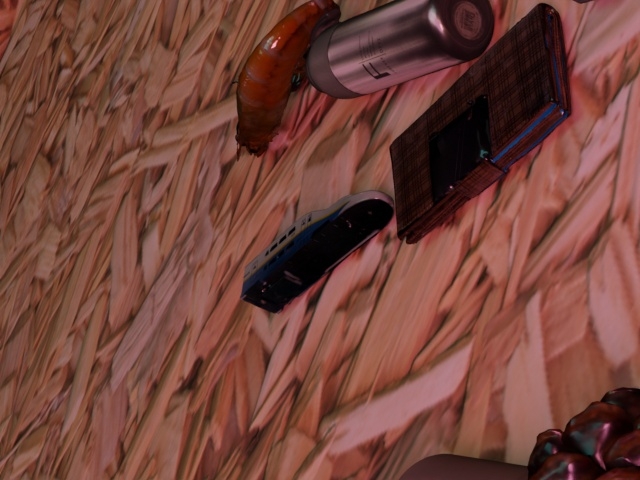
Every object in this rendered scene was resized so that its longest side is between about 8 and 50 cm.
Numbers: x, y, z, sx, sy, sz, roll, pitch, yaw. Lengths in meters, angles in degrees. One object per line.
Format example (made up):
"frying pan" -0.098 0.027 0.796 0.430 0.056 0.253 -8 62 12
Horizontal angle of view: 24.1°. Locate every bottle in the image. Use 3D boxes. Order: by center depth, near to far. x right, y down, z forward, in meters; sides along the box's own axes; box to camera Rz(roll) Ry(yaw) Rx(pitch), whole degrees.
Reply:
"bottle" 0.068 -0.200 1.477 0.254 0.079 0.096 -11 104 60

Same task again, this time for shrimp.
"shrimp" -0.047 -0.178 1.665 0.068 0.150 0.248 46 139 11

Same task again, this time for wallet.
"wallet" 0.138 -0.101 1.340 0.230 0.042 0.124 -41 38 41

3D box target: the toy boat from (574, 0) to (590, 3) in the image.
"toy boat" 0.235 -0.232 1.230 0.141 0.055 0.060 1 67 61

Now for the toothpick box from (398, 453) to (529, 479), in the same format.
"toothpick box" 0.136 0.214 1.073 0.181 0.111 0.111 -3 71 62

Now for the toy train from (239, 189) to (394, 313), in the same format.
"toy train" 0.000 0.000 1.516 0.234 0.052 0.051 -41 35 44

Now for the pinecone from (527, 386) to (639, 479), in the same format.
"pinecone" 0.198 0.207 0.858 0.224 0.224 0.272 -56 28 26
